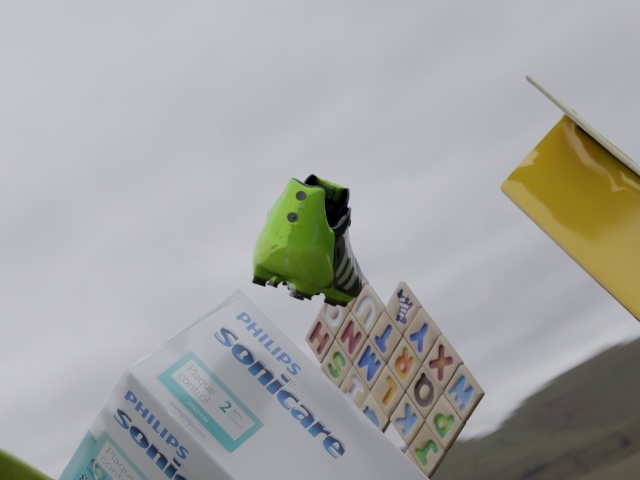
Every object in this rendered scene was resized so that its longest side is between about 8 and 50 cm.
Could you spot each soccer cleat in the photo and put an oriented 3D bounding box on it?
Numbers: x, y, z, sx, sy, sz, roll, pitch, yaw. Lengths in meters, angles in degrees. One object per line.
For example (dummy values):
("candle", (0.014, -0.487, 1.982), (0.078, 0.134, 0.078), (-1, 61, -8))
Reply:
("soccer cleat", (0.000, 0.000, 0.930), (0.179, 0.060, 0.072), (20, -91, -81))

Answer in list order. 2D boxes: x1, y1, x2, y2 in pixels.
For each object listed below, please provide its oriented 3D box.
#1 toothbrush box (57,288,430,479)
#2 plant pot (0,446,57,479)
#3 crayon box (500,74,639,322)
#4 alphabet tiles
("toothbrush box", (-0.075, 0.212, 1.093), (0.126, 0.216, 0.295), (-36, -12, -44))
("plant pot", (-0.196, 0.286, 0.848), (0.254, 0.276, 0.276), (-50, -12, -4))
("crayon box", (0.258, 0.029, 1.066), (0.318, 0.202, 0.081), (36, -81, -35))
("alphabet tiles", (0.061, 0.140, 1.541), (0.009, 0.237, 0.198), (-1, -49, -37))
